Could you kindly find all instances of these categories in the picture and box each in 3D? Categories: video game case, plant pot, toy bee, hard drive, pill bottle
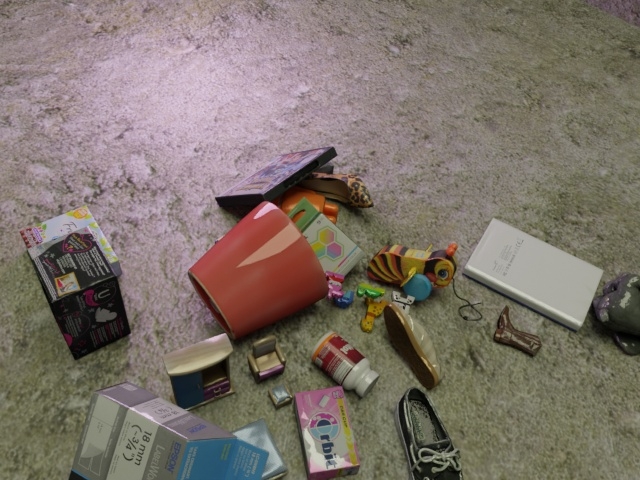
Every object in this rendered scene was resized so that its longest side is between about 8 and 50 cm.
[{"bbox_3d":[-0.123,-0.169,1.710,0.248,0.035,0.275,-37,21,-28],"label":"video game case"},{"bbox_3d":[-0.156,0.086,1.498,0.243,0.275,0.275,-35,63,-18],"label":"plant pot"},{"bbox_3d":[0.276,0.063,1.607,0.299,0.162,0.195,11,29,-3],"label":"toy bee"},{"bbox_3d":[0.565,0.084,1.706,0.319,0.040,0.210,28,55,15],"label":"hard drive"},{"bbox_3d":[0.057,0.284,1.463,0.152,0.086,0.086,38,57,20],"label":"pill bottle"}]

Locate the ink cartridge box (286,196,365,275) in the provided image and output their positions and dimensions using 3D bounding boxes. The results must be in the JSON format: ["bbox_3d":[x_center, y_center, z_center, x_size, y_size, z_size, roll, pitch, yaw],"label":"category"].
[{"bbox_3d":[0.000,0.000,1.610,0.209,0.062,0.109,43,93,-8],"label":"ink cartridge box"}]

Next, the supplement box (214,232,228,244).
[{"bbox_3d":[-0.215,0.023,1.653,0.083,0.056,0.083,-33,62,-28],"label":"supplement box"}]

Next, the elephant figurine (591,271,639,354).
[{"bbox_3d":[0.808,0.202,1.585,0.239,0.169,0.186,42,87,6],"label":"elephant figurine"}]

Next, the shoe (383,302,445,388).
[{"bbox_3d":[0.220,0.239,1.506,0.058,0.076,0.219,-25,82,-34],"label":"shoe"}]

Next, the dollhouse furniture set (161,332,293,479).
[{"bbox_3d":[-0.155,0.365,1.304,0.287,0.198,0.303,-18,57,-19],"label":"dollhouse furniture set"}]

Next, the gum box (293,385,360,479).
[{"bbox_3d":[0.009,0.408,1.374,0.107,0.062,0.188,-6,53,-11],"label":"gum box"}]

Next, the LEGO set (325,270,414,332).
[{"bbox_3d":[0.105,0.164,1.566,0.227,0.087,0.093,16,55,-2],"label":"LEGO set"}]

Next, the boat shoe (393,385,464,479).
[{"bbox_3d":[0.241,0.453,1.340,0.113,0.105,0.306,-5,53,-10],"label":"boat shoe"}]

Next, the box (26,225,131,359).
[{"bbox_3d":[-0.528,0.117,1.422,0.142,0.247,0.163,-24,59,-25],"label":"box"}]

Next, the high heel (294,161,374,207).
[{"bbox_3d":[0.011,-0.133,1.770,0.186,0.093,0.261,-20,41,-28],"label":"high heel"}]

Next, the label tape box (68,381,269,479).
[{"bbox_3d":[-0.291,0.439,1.177,0.334,0.106,0.240,19,95,21],"label":"label tape box"}]

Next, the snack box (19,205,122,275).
[{"bbox_3d":[-0.618,0.031,1.591,0.175,0.070,0.207,-25,60,-23],"label":"snack box"}]

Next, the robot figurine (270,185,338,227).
[{"bbox_3d":[-0.066,-0.068,1.697,0.220,0.128,0.158,11,90,2],"label":"robot figurine"}]

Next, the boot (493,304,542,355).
[{"bbox_3d":[0.496,0.223,1.592,0.114,0.037,0.106,18,65,12],"label":"boot"}]
